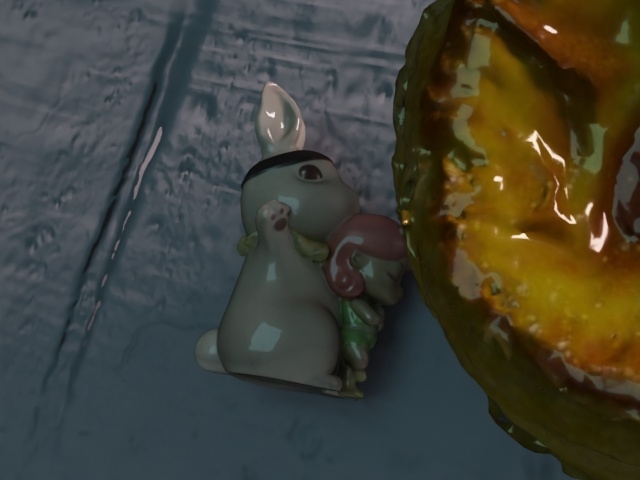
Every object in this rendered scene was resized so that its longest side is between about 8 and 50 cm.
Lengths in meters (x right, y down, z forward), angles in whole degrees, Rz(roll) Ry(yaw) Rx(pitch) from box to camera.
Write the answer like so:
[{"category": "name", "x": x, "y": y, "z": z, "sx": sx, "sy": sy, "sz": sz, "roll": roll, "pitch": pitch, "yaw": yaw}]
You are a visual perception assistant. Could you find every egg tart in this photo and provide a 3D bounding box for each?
[{"category": "egg tart", "x": 0.167, "y": -0.036, "z": 0.527, "sx": 0.295, "sy": 0.116, "sz": 0.294, "roll": -6, "pitch": 75, "yaw": 26}]

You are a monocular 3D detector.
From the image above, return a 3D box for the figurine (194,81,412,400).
[{"category": "figurine", "x": 0.001, "y": 0.003, "z": 0.645, "sx": 0.098, "sy": 0.081, "sz": 0.146, "roll": 15, "pitch": 77, "yaw": -12}]
